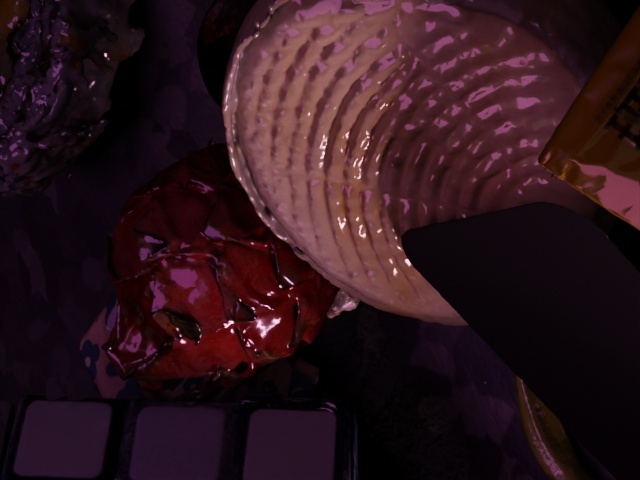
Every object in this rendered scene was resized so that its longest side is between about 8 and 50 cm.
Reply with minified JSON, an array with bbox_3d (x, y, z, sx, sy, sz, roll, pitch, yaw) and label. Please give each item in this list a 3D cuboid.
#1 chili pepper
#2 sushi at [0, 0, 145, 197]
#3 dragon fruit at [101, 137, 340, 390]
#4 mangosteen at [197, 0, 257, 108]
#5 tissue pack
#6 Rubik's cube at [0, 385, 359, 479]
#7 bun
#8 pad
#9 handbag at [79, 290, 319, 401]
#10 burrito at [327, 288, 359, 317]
[{"bbox_3d":[0.215,0.180,1.270,0.208,0.043,0.049,62,164,14],"label":"chili pepper"},{"bbox_3d":[-0.381,-0.255,1.715,0.417,0.175,0.418,7,100,49],"label":"sushi"},{"bbox_3d":[-0.099,0.021,1.345,0.244,0.299,0.244,48,175,5],"label":"dragon fruit"},{"bbox_3d":[-0.016,-0.205,1.319,0.192,0.192,0.217,25,96,42],"label":"mangosteen"},{"bbox_3d":[0.288,-0.122,0.907,0.134,0.192,0.271,41,105,29],"label":"tissue pack"},{"bbox_3d":[-0.134,0.387,1.344,0.359,0.362,0.363,91,-179,-53],"label":"Rubik's cube"},{"bbox_3d":[0.105,-0.111,1.151,0.364,0.202,0.364,12,131,14],"label":"bun"},{"bbox_3d":[0.233,0.094,1.102,0.375,0.063,0.315,47,154,-17],"label":"pad"},{"bbox_3d":[-0.140,0.139,1.563,0.193,0.190,0.251,-52,58,32],"label":"handbag"},{"bbox_3d":[-0.001,0.000,1.460,0.051,0.042,0.171,-16,91,40],"label":"burrito"}]
